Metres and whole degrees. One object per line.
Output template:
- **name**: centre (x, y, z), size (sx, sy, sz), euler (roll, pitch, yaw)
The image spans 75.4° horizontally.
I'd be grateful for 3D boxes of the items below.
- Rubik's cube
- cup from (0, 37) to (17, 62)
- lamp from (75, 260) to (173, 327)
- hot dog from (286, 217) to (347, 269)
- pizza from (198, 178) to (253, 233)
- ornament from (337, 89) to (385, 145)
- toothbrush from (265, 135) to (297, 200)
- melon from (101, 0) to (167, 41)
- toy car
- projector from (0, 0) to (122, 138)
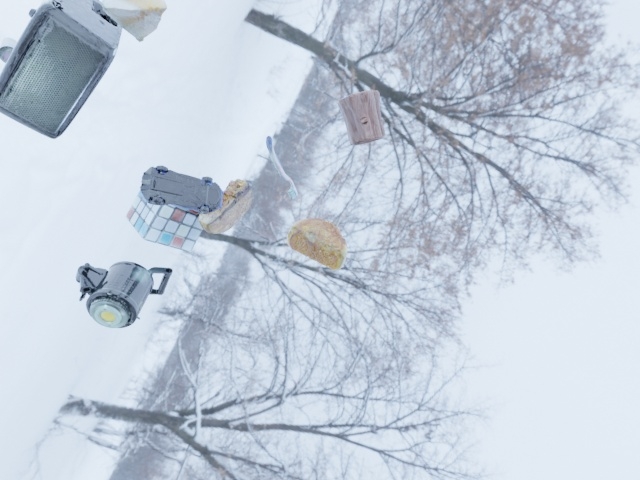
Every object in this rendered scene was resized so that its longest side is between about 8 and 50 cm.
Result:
- **Rubik's cube**: centre (-0.709, -0.128, 1.948), size (0.256, 0.253, 0.259), euler (32, -84, 40)
- **cup**: centre (-1.239, -0.764, 1.677), size (0.116, 0.104, 0.074), euler (58, -49, 38)
- **lamp**: centre (-0.831, 0.236, 1.748), size (0.205, 0.374, 0.272), euler (-56, -143, 31)
- **hot dog**: centre (0.000, 0.000, 1.694), size (0.153, 0.256, 0.150), euler (-58, 174, -50)
- **pizza**: centre (-0.416, -0.156, 1.893), size (0.278, 0.114, 0.409), euler (-62, 175, 30)
- **ornament**: centre (0.205, -0.575, 1.960), size (0.235, 0.221, 0.218), euler (1, -73, 61)
- **toothbrush**: centre (-0.090, -0.164, 0.986), size (0.027, 0.021, 0.269), euler (-55, 160, -13)
- **melon**: centre (-0.534, -0.652, 1.214), size (0.202, 0.093, 0.140), euler (-36, 155, -39)
- **toy car**: centre (-0.366, -0.129, 1.103), size (0.063, 0.216, 0.103), euler (-14, -111, 54)
- **projector**: centre (-0.887, -0.616, 1.404), size (0.405, 0.242, 0.395), euler (-43, -137, 19)
